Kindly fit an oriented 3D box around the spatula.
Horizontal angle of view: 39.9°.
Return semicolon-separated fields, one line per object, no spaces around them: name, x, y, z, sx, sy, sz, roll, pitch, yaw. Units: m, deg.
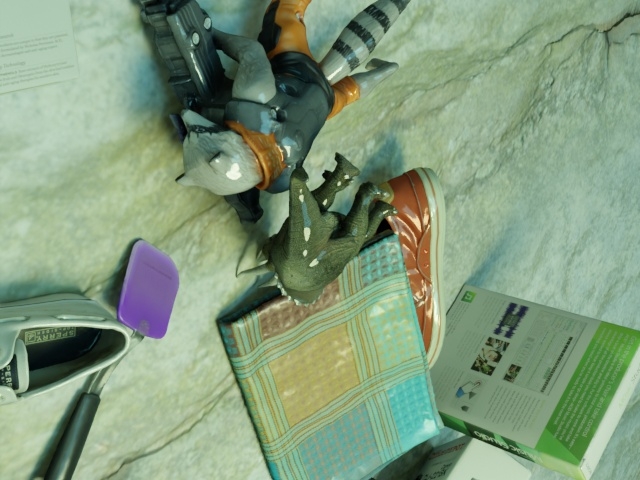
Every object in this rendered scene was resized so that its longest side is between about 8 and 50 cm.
spatula;-0.227;0.146;0.940;0.084;0.030;0.296;38;74;-50

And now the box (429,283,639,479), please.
box;0.306;0.204;1.346;0.232;0.322;0.058;-55;133;-21

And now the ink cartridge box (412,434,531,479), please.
ink cartridge box;0.185;0.447;1.379;0.273;0.114;0.197;-50;177;-25

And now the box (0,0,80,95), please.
box;-0.272;-0.171;0.726;0.102;0.101;0.087;-26;121;-44

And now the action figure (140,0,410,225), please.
action figure;-0.052;-0.188;0.924;0.330;0.179;0.341;-59;140;-31

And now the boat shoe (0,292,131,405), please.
boat shoe;-0.297;0.112;0.803;0.268;0.088;0.096;-7;108;-48

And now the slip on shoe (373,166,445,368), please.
slip on shoe;0.118;0.052;1.262;0.101;0.123;0.331;-11;122;-10

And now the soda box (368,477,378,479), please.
soda box;0.044;0.438;1.328;0.053;0.060;0.168;19;87;-51

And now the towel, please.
towel;0.030;0.194;1.193;0.272;0.040;0.370;-29;125;-20

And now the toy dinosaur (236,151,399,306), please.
toy dinosaur;0.000;0.000;0.949;0.160;0.121;0.313;-59;-178;-5
